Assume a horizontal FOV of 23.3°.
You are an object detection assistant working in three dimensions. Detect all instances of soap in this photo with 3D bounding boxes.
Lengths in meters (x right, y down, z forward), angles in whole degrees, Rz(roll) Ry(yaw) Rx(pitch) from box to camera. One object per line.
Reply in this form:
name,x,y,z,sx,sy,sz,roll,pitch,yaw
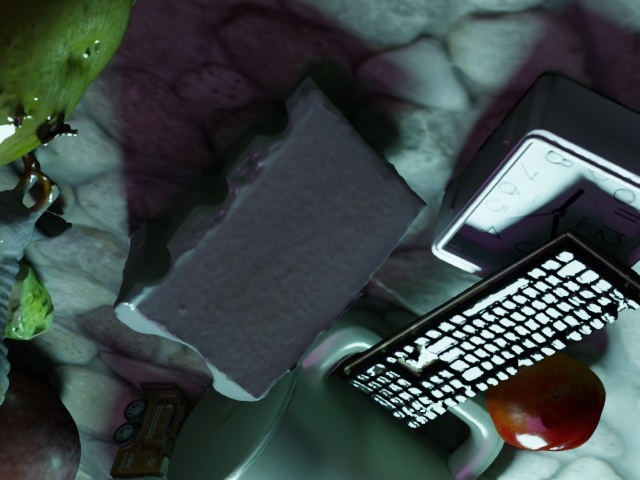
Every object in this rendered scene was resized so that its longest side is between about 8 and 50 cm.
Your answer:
soap,-0.048,-0.016,1.373,0.159,0.302,0.258,37,96,-12

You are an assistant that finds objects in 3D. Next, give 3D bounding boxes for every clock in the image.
clock,0.193,-0.030,1.250,0.150,0.063,0.197,25,142,-9

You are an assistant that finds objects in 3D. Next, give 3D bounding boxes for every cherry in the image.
cherry,-0.396,0.236,1.713,0.307,0.221,0.261,39,143,0

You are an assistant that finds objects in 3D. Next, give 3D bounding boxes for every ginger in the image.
ginger,-0.407,0.067,1.608,0.290,0.089,0.137,-11,159,33

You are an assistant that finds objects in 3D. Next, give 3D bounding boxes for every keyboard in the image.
keyboard,0.145,0.085,1.340,0.106,0.027,0.317,33,140,-17

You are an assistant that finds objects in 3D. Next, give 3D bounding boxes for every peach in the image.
peach,0.211,0.149,1.439,0.101,0.100,0.100,12,142,10

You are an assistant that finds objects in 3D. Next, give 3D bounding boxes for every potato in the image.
potato,-0.319,-0.186,1.117,0.359,0.269,0.219,19,150,9

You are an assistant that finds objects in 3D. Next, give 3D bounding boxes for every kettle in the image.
kettle,0.043,0.248,1.548,0.318,0.205,0.265,38,142,-18

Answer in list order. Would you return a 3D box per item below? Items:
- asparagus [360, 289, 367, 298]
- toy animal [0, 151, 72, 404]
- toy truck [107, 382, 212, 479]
asparagus,0.000,0.000,1.411,0.013,0.016,0.166,-22,126,23
toy animal,-0.319,-0.024,1.415,0.272,0.160,0.197,46,161,29
toy truck,-0.163,0.242,1.646,0.115,0.177,0.080,-8,135,29
